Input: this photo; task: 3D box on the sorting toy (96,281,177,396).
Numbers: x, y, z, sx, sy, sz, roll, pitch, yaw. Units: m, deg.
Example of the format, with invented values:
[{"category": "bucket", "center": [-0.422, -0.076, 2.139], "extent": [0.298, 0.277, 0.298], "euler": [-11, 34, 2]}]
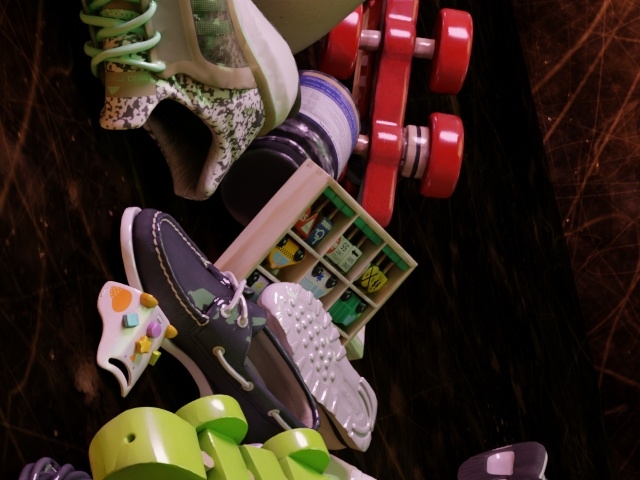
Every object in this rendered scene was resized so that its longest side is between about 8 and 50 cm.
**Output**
[{"category": "sorting toy", "center": [-0.162, 0.090, 1.502], "extent": [0.083, 0.045, 0.075], "euler": [60, 43, -42]}]

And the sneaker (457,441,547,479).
[{"category": "sneaker", "center": [0.263, 0.448, 2.317], "extent": [0.447, 0.169, 0.257], "euler": [-43, 116, -73]}]

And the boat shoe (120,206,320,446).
[{"category": "boat shoe", "center": [-0.089, 0.079, 1.630], "extent": [0.114, 0.091, 0.302], "euler": [-85, 155, -44]}]

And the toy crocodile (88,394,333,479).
[{"category": "toy crocodile", "center": [-0.059, 0.218, 1.498], "extent": [0.340, 0.105, 0.115], "euler": [30, 29, -52]}]

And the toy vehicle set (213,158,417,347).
[{"category": "toy vehicle set", "center": [-0.007, 0.034, 1.820], "extent": [0.035, 0.166, 0.267], "euler": [41, 0, 30]}]

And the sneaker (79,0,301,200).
[{"category": "sneaker", "center": [-0.153, -0.189, 1.583], "extent": [0.410, 0.158, 0.182], "euler": [53, 46, -41]}]

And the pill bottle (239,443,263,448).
[{"category": "pill bottle", "center": [-0.069, 0.248, 1.613], "extent": [0.065, 0.065, 0.116], "euler": [-10, 87, -72]}]

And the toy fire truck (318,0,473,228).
[{"category": "toy fire truck", "center": [0.072, -0.157, 2.139], "extent": [0.254, 0.169, 0.302], "euler": [140, -44, -82]}]

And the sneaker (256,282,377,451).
[{"category": "sneaker", "center": [-0.025, 0.134, 1.788], "extent": [0.235, 0.095, 0.090], "euler": [64, 38, -38]}]

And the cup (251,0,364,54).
[{"category": "cup", "center": [-0.018, -0.366, 1.732], "extent": [0.331, 0.237, 0.331], "euler": [16, 66, -41]}]

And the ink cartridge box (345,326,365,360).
[{"category": "ink cartridge box", "center": [0.000, 0.000, 2.029], "extent": [0.171, 0.056, 0.235], "euler": [58, 27, -43]}]

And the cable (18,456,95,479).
[{"category": "cable", "center": [-0.196, 0.234, 1.288], "extent": [0.150, 0.047, 0.184], "euler": [65, 23, -20]}]

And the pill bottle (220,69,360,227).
[{"category": "pill bottle", "center": [-0.035, -0.093, 1.873], "extent": [0.219, 0.123, 0.123], "euler": [-63, 136, -63]}]

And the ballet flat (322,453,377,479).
[{"category": "ballet flat", "center": [0.054, 0.306, 1.923], "extent": [0.086, 0.086, 0.248], "euler": [-83, 153, -48]}]
